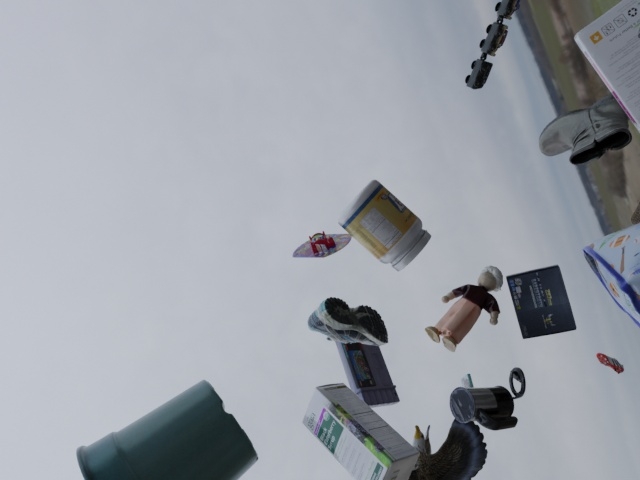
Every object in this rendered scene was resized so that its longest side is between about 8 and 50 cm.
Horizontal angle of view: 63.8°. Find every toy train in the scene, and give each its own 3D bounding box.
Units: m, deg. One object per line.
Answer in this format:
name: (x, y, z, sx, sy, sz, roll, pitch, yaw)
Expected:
toy train: (0.262, -0.304, 0.769, 0.036, 0.159, 0.027, -2, -149, -40)

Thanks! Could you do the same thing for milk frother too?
milk frother: (0.406, 0.368, 1.229, 0.134, 0.129, 0.143, 7, -91, -29)

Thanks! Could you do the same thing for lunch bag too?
lunch bag: (0.815, 0.038, 1.168, 0.239, 0.327, 0.385, 56, -163, -9)

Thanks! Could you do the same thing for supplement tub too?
supplement tub: (0.156, -0.035, 1.259, 0.199, 0.144, 0.144, 42, -151, 0)

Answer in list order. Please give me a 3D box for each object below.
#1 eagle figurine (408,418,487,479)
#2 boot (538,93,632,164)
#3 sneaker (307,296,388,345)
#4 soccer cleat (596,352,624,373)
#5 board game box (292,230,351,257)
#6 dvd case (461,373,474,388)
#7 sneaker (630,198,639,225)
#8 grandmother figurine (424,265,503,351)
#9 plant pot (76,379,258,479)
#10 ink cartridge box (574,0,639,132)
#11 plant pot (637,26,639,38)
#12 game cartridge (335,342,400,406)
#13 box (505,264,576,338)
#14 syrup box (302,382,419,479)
eagle figurine: (0.294, 0.610, 1.407, 0.298, 0.225, 0.226, 0, -156, -41)
boot: (0.584, -0.229, 1.166, 0.083, 0.246, 0.161, 41, -122, -11)
sneaker: (0.082, 0.251, 1.517, 0.282, 0.122, 0.110, 27, -140, -32)
soccer cleat: (0.825, 0.344, 1.465, 0.083, 0.029, 0.035, 34, -138, 13)
board game box: (0.000, 0.000, 1.380, 0.133, 0.168, 0.033, -39, -63, -41)
dvd case: (0.498, 0.500, 1.730, 0.119, 0.013, 0.087, 76, -176, -67)
sneaker: (0.961, -0.111, 1.465, 0.064, 0.086, 0.192, 55, 169, 29)
grandmother figurine: (0.518, 0.222, 1.762, 0.342, 0.207, 0.104, -47, -29, -21)
plant pot: (-0.358, 0.551, 1.285, 0.334, 0.341, 0.341, -33, -78, -22)
ink cartridge box: (0.668, -0.297, 0.974, 0.371, 0.175, 0.069, 57, -156, 4)
plant pot: (0.610, -0.388, 0.739, 0.187, 0.187, 0.167, 115, 170, -74)
game cartridge: (0.182, 0.500, 2.098, 0.230, 0.068, 0.355, 15, -133, -47)
box: (0.780, 0.217, 1.826, 0.059, 0.183, 0.233, -9, -95, -71)
syrup box: (0.075, 0.400, 1.049, 0.096, 0.093, 0.236, 7, -162, -44)
